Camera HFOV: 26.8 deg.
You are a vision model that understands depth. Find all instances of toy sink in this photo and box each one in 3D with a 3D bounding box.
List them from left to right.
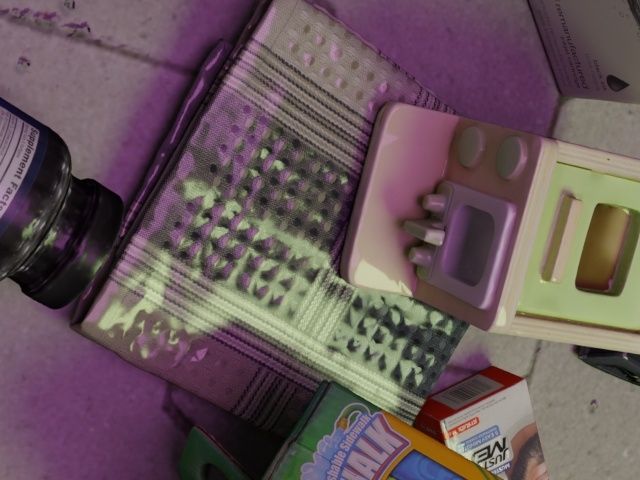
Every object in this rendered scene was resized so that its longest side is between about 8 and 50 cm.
[{"bbox_3d":[0.158,-0.008,1.046,0.234,0.131,0.153,11,97,-28],"label":"toy sink"}]

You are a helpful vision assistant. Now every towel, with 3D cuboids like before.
[{"bbox_3d":[0.000,0.000,1.075,0.324,0.056,0.312,32,87,-30],"label":"towel"}]

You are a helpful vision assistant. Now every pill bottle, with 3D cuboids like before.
[{"bbox_3d":[-0.246,-0.045,0.894,0.219,0.123,0.123,34,83,-28],"label":"pill bottle"}]

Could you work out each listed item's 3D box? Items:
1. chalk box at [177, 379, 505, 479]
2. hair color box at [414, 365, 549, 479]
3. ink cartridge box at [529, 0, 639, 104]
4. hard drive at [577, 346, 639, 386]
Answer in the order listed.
[{"bbox_3d":[0.014,0.241,0.987,0.289,0.180,0.179,29,55,5],"label":"chalk box"},{"bbox_3d":[0.148,0.206,1.176,0.093,0.053,0.167,-23,110,-22],"label":"hair color box"},{"bbox_3d":[0.278,-0.213,1.042,0.115,0.273,0.198,-30,111,-19],"label":"ink cartridge box"},{"bbox_3d":[0.372,0.071,1.264,0.254,0.054,0.172,18,91,-28],"label":"hard drive"}]
